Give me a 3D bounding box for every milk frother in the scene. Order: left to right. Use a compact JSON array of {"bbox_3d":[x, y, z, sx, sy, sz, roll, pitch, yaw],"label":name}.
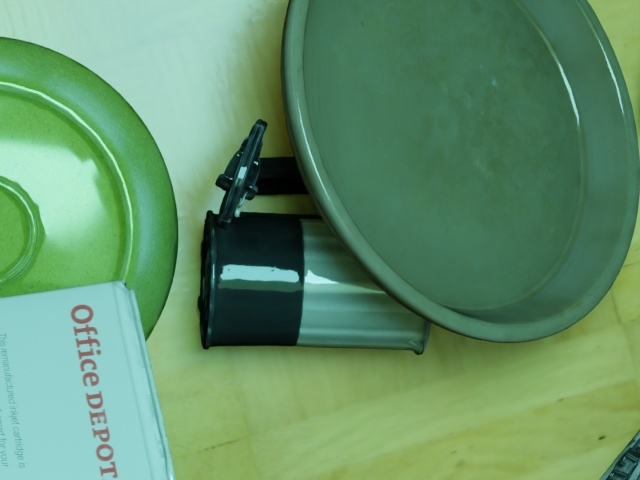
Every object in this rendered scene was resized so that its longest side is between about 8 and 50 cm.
[{"bbox_3d":[0.000,0.000,1.167,0.135,0.143,0.129,1,82,-8],"label":"milk frother"}]

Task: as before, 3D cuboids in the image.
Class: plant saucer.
[{"bbox_3d":[-0.203,-0.005,1.186,0.241,0.037,0.241,0,89,-9],"label":"plant saucer"},{"bbox_3d":[0.082,-0.072,1.175,0.278,0.041,0.277,13,68,-35],"label":"plant saucer"}]

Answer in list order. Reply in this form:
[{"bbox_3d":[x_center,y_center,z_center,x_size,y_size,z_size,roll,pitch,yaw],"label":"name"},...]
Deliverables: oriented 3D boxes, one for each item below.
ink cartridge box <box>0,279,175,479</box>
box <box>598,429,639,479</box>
[{"bbox_3d":[-0.196,0.118,1.086,0.218,0.092,0.158,-9,49,-9],"label":"ink cartridge box"},{"bbox_3d":[0.306,0.213,1.134,0.242,0.307,0.076,40,87,-7],"label":"box"}]
